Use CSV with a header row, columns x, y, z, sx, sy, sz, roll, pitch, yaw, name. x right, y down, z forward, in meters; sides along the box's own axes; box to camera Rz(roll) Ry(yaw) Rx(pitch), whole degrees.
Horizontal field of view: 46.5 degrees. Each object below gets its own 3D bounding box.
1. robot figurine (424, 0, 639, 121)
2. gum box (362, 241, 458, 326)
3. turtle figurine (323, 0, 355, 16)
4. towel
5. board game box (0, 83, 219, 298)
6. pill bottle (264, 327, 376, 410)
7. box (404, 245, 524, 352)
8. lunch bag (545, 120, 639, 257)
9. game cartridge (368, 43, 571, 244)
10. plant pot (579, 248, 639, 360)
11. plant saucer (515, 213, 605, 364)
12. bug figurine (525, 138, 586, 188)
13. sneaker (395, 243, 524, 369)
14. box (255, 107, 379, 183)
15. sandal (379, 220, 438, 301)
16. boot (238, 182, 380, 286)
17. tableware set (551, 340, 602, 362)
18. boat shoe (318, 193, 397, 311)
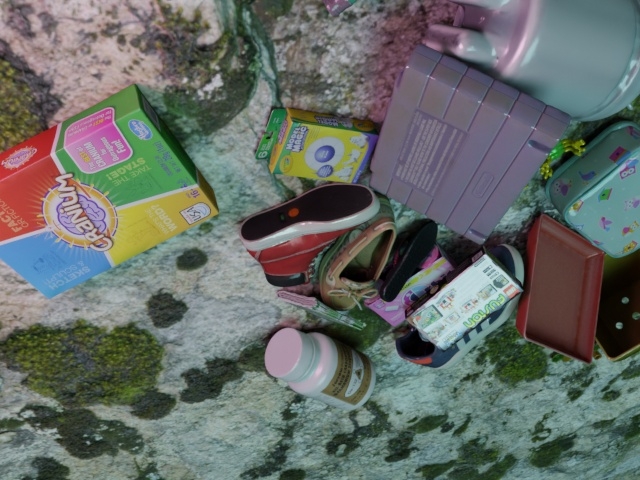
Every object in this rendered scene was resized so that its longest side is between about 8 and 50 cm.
x,y,z,sx,sy,sz,roll,pitch,yaw,name
0.329,-0.284,1.057,0.353,0.200,0.300,8,111,-24,robot figurine
0.179,0.087,1.486,0.188,0.062,0.107,-35,136,14,gum box
0.093,-0.381,0.941,0.234,0.118,0.175,-26,138,13,turtle figurine
0.001,0.134,1.448,0.152,0.113,0.023,28,79,-42,towel
-0.348,-0.062,1.118,0.316,0.064,0.242,-27,138,5,board game box
-0.001,0.263,1.544,0.131,0.131,0.229,-41,134,20,pill bottle
0.277,0.118,1.448,0.114,0.036,0.207,42,111,-15,box
0.583,-0.095,1.431,0.279,0.108,0.224,26,117,-40,lunch bag
0.197,-0.129,1.105,0.068,0.230,0.355,-55,172,-21,game cartridge
0.697,0.148,1.667,0.212,0.212,0.187,-35,147,14,plant pot
0.493,0.105,1.544,0.259,0.258,0.048,23,163,-37,plant saucer
0.337,-0.165,1.286,0.279,0.072,0.216,-34,143,6,bug figurine
0.276,0.143,1.536,0.148,0.131,0.350,10,127,-28,sneaker
-0.007,-0.150,1.184,0.179,0.043,0.105,6,131,-25,box
0.159,0.033,1.409,0.179,0.040,0.067,-55,138,-4,sandal
0.000,0.000,1.312,0.244,0.088,0.176,-18,139,8,boot
0.672,0.287,1.921,0.154,0.024,0.104,7,131,-28,tableware set
0.067,0.044,1.377,0.105,0.089,0.285,-4,136,-20,boat shoe
